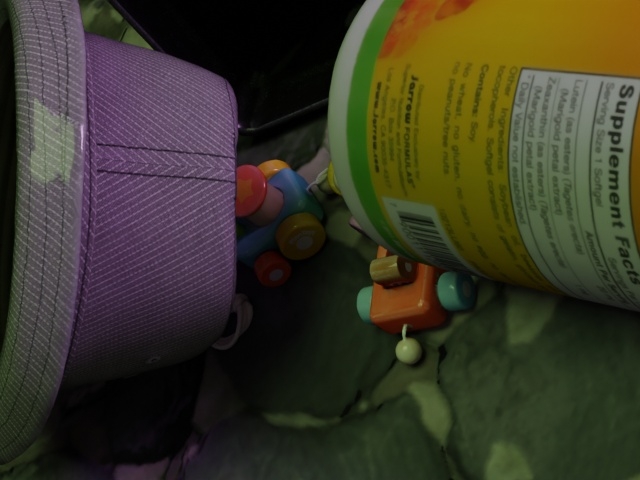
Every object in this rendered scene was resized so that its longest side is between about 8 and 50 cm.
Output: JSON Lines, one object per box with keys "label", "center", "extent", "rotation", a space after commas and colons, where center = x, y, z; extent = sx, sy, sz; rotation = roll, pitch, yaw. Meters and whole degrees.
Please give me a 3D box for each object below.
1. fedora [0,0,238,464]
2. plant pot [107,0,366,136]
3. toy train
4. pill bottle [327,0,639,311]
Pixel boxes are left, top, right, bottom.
{"label": "fedora", "center": [-0.113, -0.011, 0.717], "extent": [0.275, 0.124, 0.243], "rotation": [138, 131, -61]}
{"label": "plant pot", "center": [-0.013, -0.199, 0.755], "extent": [0.187, 0.188, 0.167], "rotation": [-20, 41, 32]}
{"label": "toy train", "center": [0.000, 0.000, 0.705], "extent": [0.166, 0.046, 0.125], "rotation": [-8, 59, 38]}
{"label": "pill bottle", "center": [0.132, -0.040, 0.546], "extent": [0.246, 0.136, 0.136], "rotation": [12, 73, 45]}
